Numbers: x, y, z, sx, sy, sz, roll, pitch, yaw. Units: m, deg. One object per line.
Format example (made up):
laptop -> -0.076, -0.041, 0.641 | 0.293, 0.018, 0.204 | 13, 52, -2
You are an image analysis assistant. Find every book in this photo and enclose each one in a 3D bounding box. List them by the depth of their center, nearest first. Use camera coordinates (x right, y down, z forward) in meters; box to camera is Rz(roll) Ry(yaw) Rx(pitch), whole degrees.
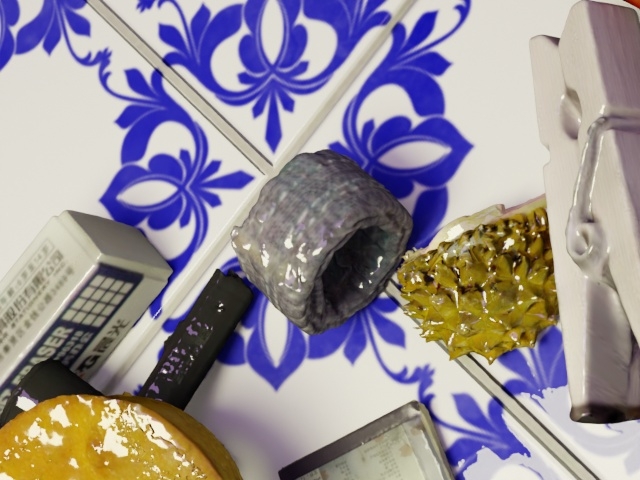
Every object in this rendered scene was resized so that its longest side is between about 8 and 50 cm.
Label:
book -> 0.066, 0.275, 1.326 | 0.157, 0.026, 0.231 | -31, 67, 24

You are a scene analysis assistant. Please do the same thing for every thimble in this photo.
thimble -> 0.001, 0.001, 1.340 | 0.098, 0.150, 0.150 | 42, 102, 27

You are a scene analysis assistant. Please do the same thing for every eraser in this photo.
eraser -> -0.278, 0.102, 1.486 | 0.279, 0.124, 0.081 | -50, 62, 12

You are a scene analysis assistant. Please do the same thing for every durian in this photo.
durian -> 0.161, 0.011, 1.287 | 0.224, 0.078, 0.140 | -39, 63, 13

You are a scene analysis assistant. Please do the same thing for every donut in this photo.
donut -> -0.178, 0.257, 1.306 | 0.278, 0.108, 0.277 | 1, 95, 16

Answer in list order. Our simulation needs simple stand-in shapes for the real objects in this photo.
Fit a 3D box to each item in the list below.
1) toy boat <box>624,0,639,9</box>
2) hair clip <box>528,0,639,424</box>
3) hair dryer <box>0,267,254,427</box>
toy boat -> 0.259, -0.282, 1.266 | 0.332, 0.133, 0.145 | 47, 121, 39
hair clip -> 0.230, -0.026, 1.205 | 0.101, 0.085, 0.330 | -34, 59, 56
hair dryer -> -0.151, 0.133, 1.426 | 0.197, 0.089, 0.251 | 34, 79, 8
